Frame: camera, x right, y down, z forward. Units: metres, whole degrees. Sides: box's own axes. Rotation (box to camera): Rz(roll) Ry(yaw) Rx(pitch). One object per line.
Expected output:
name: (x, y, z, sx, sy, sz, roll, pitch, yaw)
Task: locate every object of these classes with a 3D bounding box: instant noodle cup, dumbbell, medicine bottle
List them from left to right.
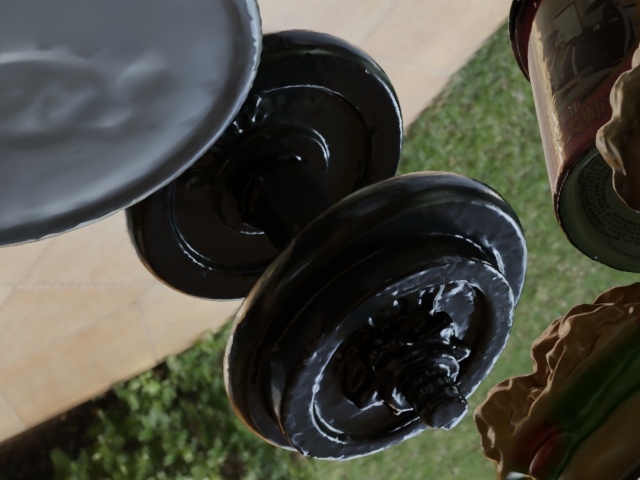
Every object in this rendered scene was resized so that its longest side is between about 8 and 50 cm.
medicine bottle: (-0.178, -0.201, 0.517, 0.224, 0.384, 0.224, -20, 153, -11)
dumbbell: (0.000, 0.000, 0.699, 0.192, 0.290, 0.192, -20, 136, -20)
instant noodle cup: (0.277, -0.113, 1.022, 0.243, 0.255, 0.244, 5, 135, 5)

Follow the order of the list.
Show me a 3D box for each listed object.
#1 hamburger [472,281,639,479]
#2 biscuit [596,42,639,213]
hamburger: (0.231, 0.129, 0.957, 0.237, 0.149, 0.237, -32, 152, -19)
biscuit: (0.239, -0.092, 0.688, 0.183, 0.061, 0.118, -14, 113, -13)
